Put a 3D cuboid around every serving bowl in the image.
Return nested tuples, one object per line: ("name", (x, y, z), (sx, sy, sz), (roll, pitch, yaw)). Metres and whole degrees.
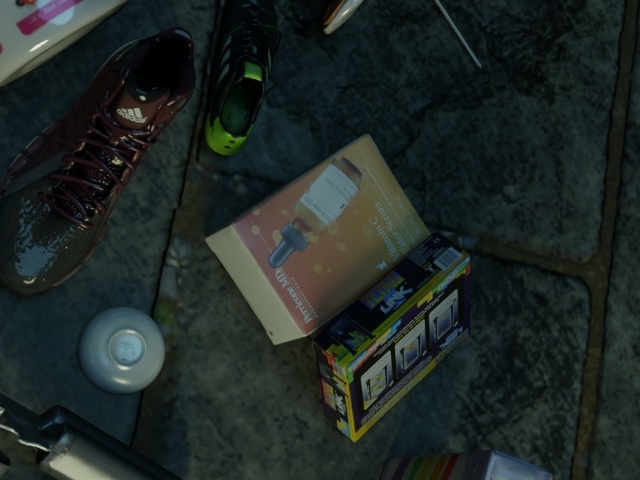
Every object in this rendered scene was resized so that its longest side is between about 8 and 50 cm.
("serving bowl", (-0.182, 0.101, 1.318), (0.083, 0.027, 0.083), (3, 81, -21))

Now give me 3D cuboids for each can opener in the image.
("can opener", (-0.237, 0.197, 1.238), (0.283, 0.076, 0.095), (37, 94, -25))

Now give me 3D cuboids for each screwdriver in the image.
("screwdriver", (0.122, -0.252, 1.501), (0.170, 0.024, 0.025), (59, 38, -5))

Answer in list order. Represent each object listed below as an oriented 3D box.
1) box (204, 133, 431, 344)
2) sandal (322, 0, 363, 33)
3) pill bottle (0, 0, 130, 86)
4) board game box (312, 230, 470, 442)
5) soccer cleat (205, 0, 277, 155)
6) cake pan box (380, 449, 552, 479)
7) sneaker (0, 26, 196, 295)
("box", (0.000, 0.000, 1.372), (0.170, 0.091, 0.130), (-35, 95, -23))
("sandal", (0.039, -0.324, 1.445), (0.076, 0.102, 0.265), (30, 63, -13))
("pill bottle", (-0.307, -0.292, 1.255), (0.160, 0.160, 0.283), (-36, 99, -23))
("board game box", (0.072, 0.093, 1.359), (0.170, 0.141, 0.048), (-40, 60, -23))
("soccer cleat", (-0.071, -0.170, 1.382), (0.060, 0.072, 0.179), (15, 76, -18))
("cake pan box", (0.092, 0.324, 1.270), (0.070, 0.246, 0.267), (23, 75, -12))
("sneaker", (-0.200, -0.086, 1.269), (0.106, 0.162, 0.281), (33, 71, -13))
